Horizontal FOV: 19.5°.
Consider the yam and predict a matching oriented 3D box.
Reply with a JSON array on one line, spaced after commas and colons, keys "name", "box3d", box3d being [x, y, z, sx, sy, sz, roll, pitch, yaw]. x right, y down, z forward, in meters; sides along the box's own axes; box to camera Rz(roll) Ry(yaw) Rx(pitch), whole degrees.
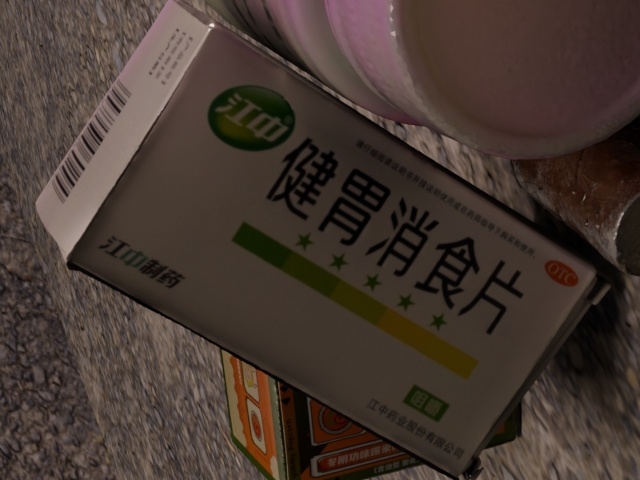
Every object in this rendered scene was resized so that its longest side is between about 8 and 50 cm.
[{"name": "yam", "box3d": [0.175, -0.034, 1.131, 0.141, 0.079, 0.079, -133, 35, -56]}]

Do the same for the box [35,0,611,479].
[{"name": "box", "box3d": [0.002, 0.002, 1.219, 0.173, 0.332, 0.145, -57, 21, 6]}]

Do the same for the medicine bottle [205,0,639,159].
[{"name": "medicine bottle", "box3d": [0.054, -0.191, 1.158, 0.388, 0.219, 0.219, -138, 39, -62]}]

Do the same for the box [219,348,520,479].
[{"name": "box", "box3d": [0.032, 0.077, 1.433, 0.148, 0.194, 0.178, -149, 50, -65]}]
